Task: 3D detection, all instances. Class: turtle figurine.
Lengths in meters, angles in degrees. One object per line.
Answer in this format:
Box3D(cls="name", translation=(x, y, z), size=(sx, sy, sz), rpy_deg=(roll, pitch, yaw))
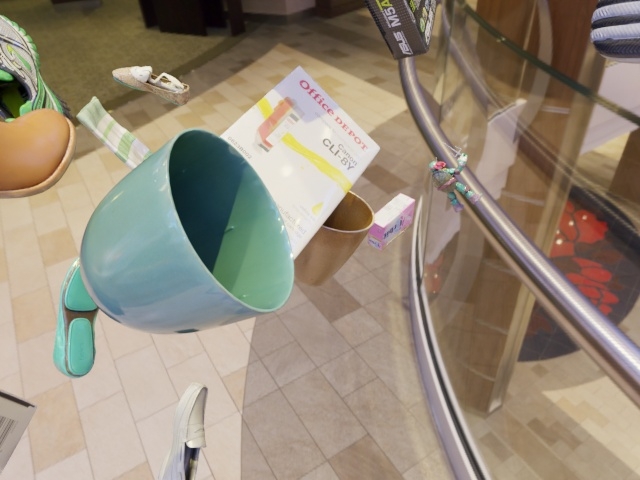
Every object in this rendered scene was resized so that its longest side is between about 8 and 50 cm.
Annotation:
Box3D(cls="turtle figurine", translation=(0.445, -0.213, 1.660), size=(0.118, 0.234, 0.175), rpy_deg=(-45, 11, -27))

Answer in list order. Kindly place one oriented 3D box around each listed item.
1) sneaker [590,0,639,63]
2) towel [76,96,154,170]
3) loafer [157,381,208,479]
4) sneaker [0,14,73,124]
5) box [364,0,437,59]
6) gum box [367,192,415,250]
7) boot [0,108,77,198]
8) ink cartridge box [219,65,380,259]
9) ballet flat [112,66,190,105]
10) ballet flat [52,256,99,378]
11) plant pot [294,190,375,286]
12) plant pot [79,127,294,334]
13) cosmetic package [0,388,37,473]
Box3D(cls="sneaker", translation=(0.285, -0.129, 0.268), size=(0.098, 0.083, 0.224), rpy_deg=(0, 20, -37))
Box3D(cls="towel", translation=(-0.527, -0.253, 1.344), size=(0.038, 0.325, 0.248), rpy_deg=(-39, 30, 3))
Box3D(cls="loafer", translation=(-0.385, 0.589, 1.424), size=(0.112, 0.112, 0.319), rpy_deg=(5, 75, 23))
Box3D(cls="sneaker", translation=(-0.686, -0.375, 1.039), size=(0.134, 0.343, 0.146), rpy_deg=(-37, -2, 4))
Box3D(cls="box", translation=(0.071, -0.311, 0.459), size=(0.045, 0.184, 0.190), rpy_deg=(-1, 67, 34))
Box3D(cls="gum box", translation=(0.240, -0.066, 1.595), size=(0.062, 0.107, 0.188), rpy_deg=(31, 54, 30))
Box3D(cls="boot", translation=(-0.405, -0.132, 0.516), size=(0.109, 0.220, 0.283), rpy_deg=(14, 47, 18))
Box3D(cls="ink cartridge box", translation=(-0.085, -0.160, 1.067), size=(0.279, 0.160, 0.384), rpy_deg=(44, 59, -10))
Box3D(cls="ballet flat", translation=(-0.455, -0.438, 1.307), size=(0.206, 0.067, 0.073), rpy_deg=(13, 46, -32))
Box3D(cls="ballet flat", translation=(-0.490, 0.146, 0.950), size=(0.087, 0.083, 0.247), rpy_deg=(-10, 74, 35))
Box3D(cls="plant pot", translation=(0.000, 0.000, 1.375), size=(0.237, 0.254, 0.237), rpy_deg=(14, 35, -10))
Box3D(cls="plant pot", translation=(-0.216, 0.013, 0.741), size=(0.235, 0.293, 0.293), rpy_deg=(-25, 32, 20))
Box3D(cls="cosmetic package", translation=(-0.682, 0.294, 0.829), size=(0.296, 0.153, 0.129), rpy_deg=(9, 60, 15))
